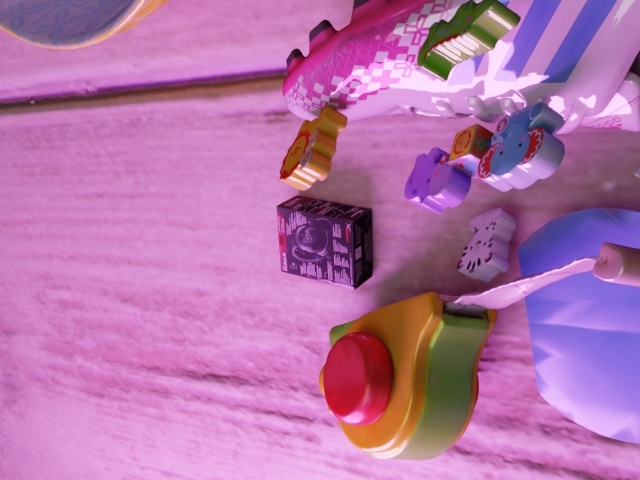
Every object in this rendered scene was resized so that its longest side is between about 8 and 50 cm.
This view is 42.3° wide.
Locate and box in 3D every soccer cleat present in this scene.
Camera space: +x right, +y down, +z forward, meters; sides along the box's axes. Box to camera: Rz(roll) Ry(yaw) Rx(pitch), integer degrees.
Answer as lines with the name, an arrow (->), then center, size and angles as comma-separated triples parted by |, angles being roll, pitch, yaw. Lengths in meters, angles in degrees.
soccer cleat -> 0.114, -0.111, 0.499 | 0.331, 0.116, 0.143 | -20, 98, 40

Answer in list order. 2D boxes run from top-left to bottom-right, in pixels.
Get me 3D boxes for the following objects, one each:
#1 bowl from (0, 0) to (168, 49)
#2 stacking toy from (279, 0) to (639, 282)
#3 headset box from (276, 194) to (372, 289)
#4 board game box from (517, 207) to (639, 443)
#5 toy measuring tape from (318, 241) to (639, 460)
bowl -> -0.154, -0.293, 0.582 | 0.290, 0.156, 0.289 | 15, 119, 29
stacking toy -> 0.093, -0.043, 0.494 | 0.167, 0.052, 0.221 | 26, 158, -20
headset box -> 0.000, 0.000, 0.690 | 0.083, 0.032, 0.062 | 12, 117, 32
board game box -> 0.209, 0.054, 0.560 | 0.133, 0.033, 0.168 | 0, 109, 40
toy measuring tape -> 0.096, 0.095, 0.586 | 0.330, 0.121, 0.121 | -26, 95, 53
